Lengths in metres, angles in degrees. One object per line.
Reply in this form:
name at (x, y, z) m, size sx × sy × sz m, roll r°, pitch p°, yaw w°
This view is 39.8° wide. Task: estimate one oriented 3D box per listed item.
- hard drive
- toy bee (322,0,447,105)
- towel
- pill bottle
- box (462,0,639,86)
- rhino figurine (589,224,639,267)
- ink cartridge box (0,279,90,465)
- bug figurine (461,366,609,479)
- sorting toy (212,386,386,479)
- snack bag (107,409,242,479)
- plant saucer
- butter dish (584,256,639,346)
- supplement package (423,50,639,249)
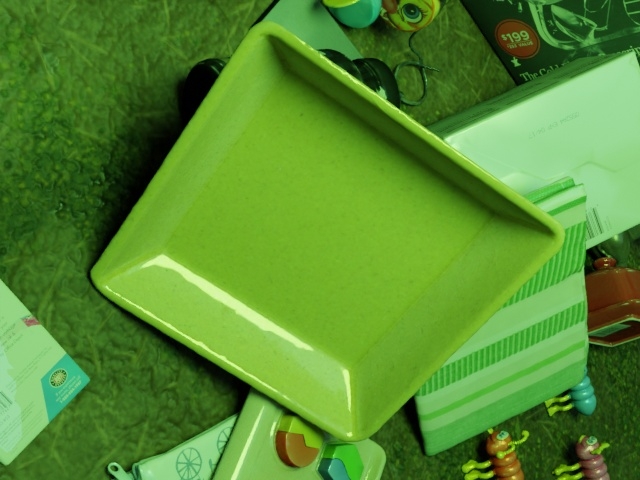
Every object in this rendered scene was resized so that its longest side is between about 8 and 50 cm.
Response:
hard drive at (-0.011, -0.229, 1.045) m, size 0.135 × 0.022 × 0.094 m, roll 48°, pitch 60°, yaw -25°
toy bee at (0.095, -0.319, 1.049) m, size 0.298 × 0.162 × 0.195 m, roll 29°, pitch 66°, yaw -33°
towel at (0.211, 0.098, 1.051) m, size 0.247 × 0.038 × 0.325 m, roll -23°, pitch 129°, yaw -11°
pill bottle at (-0.027, -0.142, 0.952) m, size 0.219 × 0.122 × 0.123 m, roll -12°, pitch 94°, yaw -32°
box at (0.356, -0.381, 1.143) m, size 0.312 × 0.343 × 0.179 m, roll 49°, pitch 60°, yaw -23°
rhino figurine at (0.490, -0.045, 1.389) m, size 0.243 × 0.073 × 0.106 m, roll -51°, pitch 119°, yaw -31°
ink cartridge box at (-0.303, 0.093, 0.765) m, size 0.104 × 0.061 × 0.181 m, roll -48°, pitch 115°, yaw -31°
bug figurine at (0.325, 0.295, 1.231) m, size 0.279 × 0.072 × 0.216 m, roll -33°, pitch 106°, yaw -35°
sorting toy at (-0.019, 0.267, 0.946) m, size 0.208 × 0.038 × 0.193 m, roll 40°, pitch 58°, yaw -32°
snack bag at (-0.141, 0.367, 0.884) m, size 0.342 × 0.037 × 0.323 m, roll -20°, pitch 99°, yaw -37°
plant saucer at (0.000, 0.000, 0.851) m, size 0.332 × 0.333 × 0.081 m, roll 33°, pitch 29°, yaw -11°
butter dish at (0.424, 0.081, 1.290) m, size 0.159 × 0.160 × 0.118 m, roll 12°, pitch 61°, yaw -37°
supplement package at (0.281, -0.091, 1.121) m, size 0.261 × 0.145 × 0.204 m, roll -25°, pitch 103°, yaw -7°
